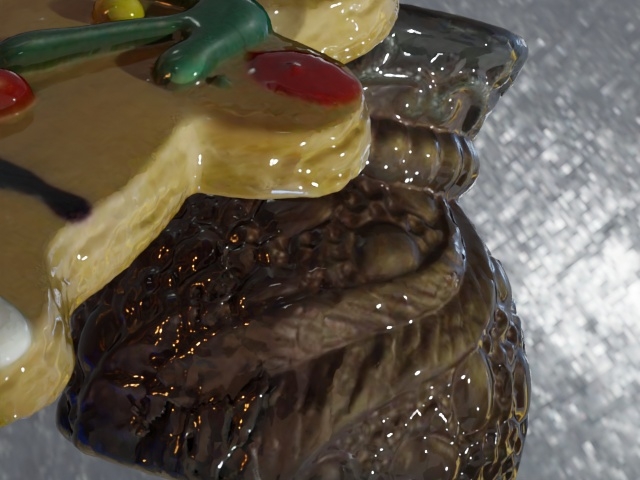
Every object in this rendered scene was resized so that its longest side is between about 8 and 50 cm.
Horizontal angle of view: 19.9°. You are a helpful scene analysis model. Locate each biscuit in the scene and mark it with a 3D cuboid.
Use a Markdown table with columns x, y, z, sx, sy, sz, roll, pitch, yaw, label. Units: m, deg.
| x | y | z | sx | sy | sz | roll | pitch | yaw | label |
| --- | --- | --- | --- | --- | --- | --- | --- | --- | --- |
| -0.079 | -0.053 | 0.598 | 0.301 | 0.197 | 0.049 | -39 | 141 | -43 | biscuit |

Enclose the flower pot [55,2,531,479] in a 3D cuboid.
| x | y | z | sx | sy | sz | roll | pitch | yaw | label |
| --- | --- | --- | --- | --- | --- | --- | --- | --- | --- |
| 0.000 | 0.000 | 1.029 | 0.267 | 0.266 | 0.267 | 10 | 90 | -21 | flower pot |
